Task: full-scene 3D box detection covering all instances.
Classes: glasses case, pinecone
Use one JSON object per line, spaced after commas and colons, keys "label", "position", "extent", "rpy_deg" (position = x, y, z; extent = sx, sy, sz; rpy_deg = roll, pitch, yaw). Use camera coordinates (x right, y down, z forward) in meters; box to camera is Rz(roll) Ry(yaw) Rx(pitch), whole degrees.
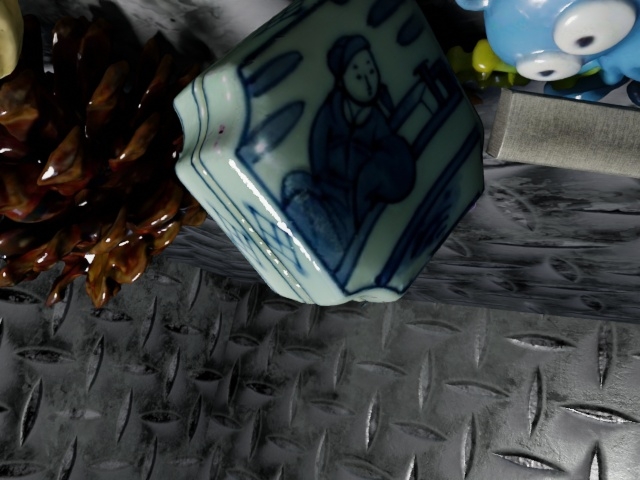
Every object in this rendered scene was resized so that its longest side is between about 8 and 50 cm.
{"label": "glasses case", "position": [0.282, -0.105, 0.530], "extent": [0.205, 0.071, 0.047], "rpy_deg": [8, -159, -2]}
{"label": "pinecone", "position": [-0.312, -0.109, 0.695], "extent": [0.398, 0.397, 0.398], "rpy_deg": [11, 168, 2]}

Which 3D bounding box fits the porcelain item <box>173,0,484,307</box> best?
{"label": "porcelain item", "position": [0.023, -0.094, 0.531], "extent": [0.157, 0.281, 0.286], "rpy_deg": [-1, 130, 55]}

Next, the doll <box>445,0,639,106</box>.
{"label": "doll", "position": [0.270, -0.179, 0.458], "extent": [0.341, 0.098, 0.346], "rpy_deg": [12, 173, -9]}

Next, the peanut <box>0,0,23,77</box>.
{"label": "peanut", "position": [-0.389, -0.268, 0.433], "extent": [0.147, 0.147, 0.305], "rpy_deg": [1, 137, 41]}

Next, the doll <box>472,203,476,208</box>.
{"label": "doll", "position": [0.241, -0.079, 1.027], "extent": [0.110, 0.067, 0.206], "rpy_deg": [1, -178, -18]}

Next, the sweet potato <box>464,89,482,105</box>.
{"label": "sweet potato", "position": [0.166, -0.186, 0.681], "extent": [0.095, 0.034, 0.034], "rpy_deg": [-1, 166, 7]}
